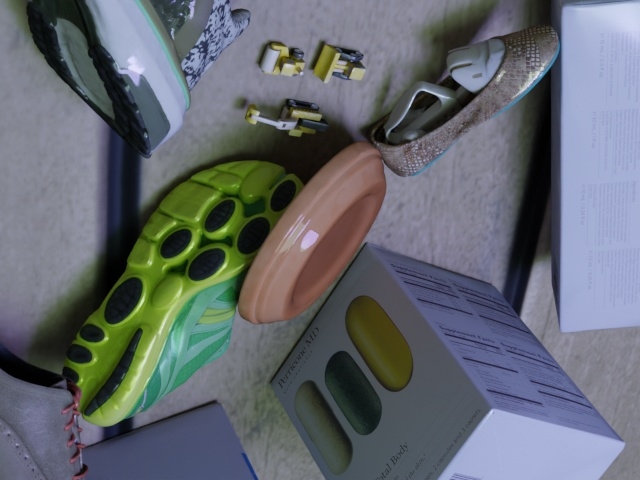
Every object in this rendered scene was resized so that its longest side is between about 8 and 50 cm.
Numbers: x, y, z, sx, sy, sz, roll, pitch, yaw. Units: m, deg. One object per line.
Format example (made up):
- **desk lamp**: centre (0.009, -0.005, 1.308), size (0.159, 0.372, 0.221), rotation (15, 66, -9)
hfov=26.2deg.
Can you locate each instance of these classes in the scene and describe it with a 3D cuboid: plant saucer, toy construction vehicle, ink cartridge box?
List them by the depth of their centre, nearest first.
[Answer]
- **toy construction vehicle**: centre (-0.012, -0.133, 1.224), size (0.098, 0.035, 0.086), rotation (8, 120, -34)
- **plant saucer**: centre (0.000, 0.000, 1.261), size (0.200, 0.037, 0.200), rotation (-49, 165, -18)
- **ink cartridge box**: centre (-0.141, 0.326, 1.423), size (0.168, 0.171, 0.233), rotation (-18, 131, -15)

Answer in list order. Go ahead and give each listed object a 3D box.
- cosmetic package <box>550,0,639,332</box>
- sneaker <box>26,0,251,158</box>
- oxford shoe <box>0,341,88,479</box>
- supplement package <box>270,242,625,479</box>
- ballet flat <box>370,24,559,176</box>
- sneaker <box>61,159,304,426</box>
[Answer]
- **cosmetic package**: centre (0.370, -0.090, 1.342), size (0.284, 0.097, 0.377), rotation (-3, 125, 5)
- **sneaker**: centre (-0.134, -0.250, 0.995), size (0.182, 0.158, 0.410), rotation (-43, 155, -23)
- **oxford shoe**: centre (-0.248, 0.190, 1.202), size (0.130, 0.123, 0.348), rotation (-39, 102, -4)
- **supplement package**: centre (0.119, 0.175, 1.385), size (0.198, 0.263, 0.199), rotation (18, 114, -38)
- **ballet flat**: centre (0.124, -0.133, 1.255), size (0.067, 0.073, 0.206), rotation (30, 122, -32)
- **sneaker**: centre (-0.124, 0.044, 1.276), size (0.295, 0.109, 0.123), rotation (-49, 161, 7)
